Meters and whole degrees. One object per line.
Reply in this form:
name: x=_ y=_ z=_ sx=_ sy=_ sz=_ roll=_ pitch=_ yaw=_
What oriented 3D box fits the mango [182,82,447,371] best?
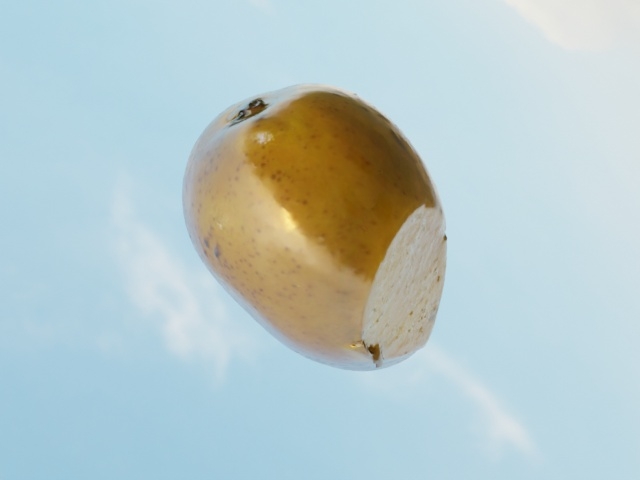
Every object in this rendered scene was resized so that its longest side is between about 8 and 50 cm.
mango: x=0.000 y=0.000 z=0.880 sx=0.191 sy=0.160 sz=0.290 roll=31 pitch=164 yaw=29
